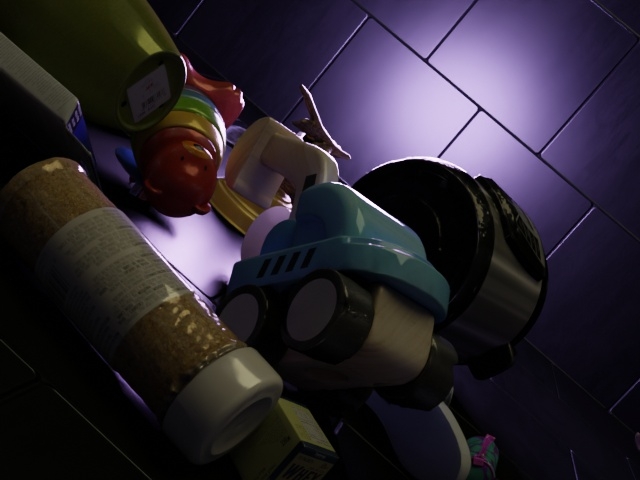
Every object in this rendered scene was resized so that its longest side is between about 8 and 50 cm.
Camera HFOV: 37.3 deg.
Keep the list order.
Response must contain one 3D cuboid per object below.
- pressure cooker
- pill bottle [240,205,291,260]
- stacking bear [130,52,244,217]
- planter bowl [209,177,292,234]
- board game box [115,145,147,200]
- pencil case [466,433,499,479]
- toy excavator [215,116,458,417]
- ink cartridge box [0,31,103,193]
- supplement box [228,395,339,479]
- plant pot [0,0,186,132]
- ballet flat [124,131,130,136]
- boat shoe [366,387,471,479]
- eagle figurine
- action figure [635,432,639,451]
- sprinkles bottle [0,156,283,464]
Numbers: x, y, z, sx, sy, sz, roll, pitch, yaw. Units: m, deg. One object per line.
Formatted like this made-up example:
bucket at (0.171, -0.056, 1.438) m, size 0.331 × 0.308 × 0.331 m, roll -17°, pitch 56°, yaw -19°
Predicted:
pressure cooker at (0.247, 0.054, 1.898) m, size 0.376 × 0.369 × 0.420 m, roll 18°, pitch -6°, yaw 38°
pill bottle at (-0.001, 0.052, 1.615) m, size 0.265 × 0.153 × 0.153 m, roll 32°, pitch 14°, yaw -40°
stacking bear at (-0.220, -0.145, 1.489) m, size 0.175 × 0.164 × 0.289 m, roll 29°, pitch 28°, yaw -25°
planter bowl at (-0.123, -0.074, 1.880) m, size 0.217 × 0.090 × 0.217 m, roll 39°, pitch 11°, yaw -9°
board game box at (-0.277, -0.089, 1.558) m, size 0.169 × 0.033 × 0.133 m, roll 30°, pitch 16°, yaw -42°
pencil case at (0.245, 0.350, 1.477) m, size 0.064 × 0.070 × 0.152 m, roll 25°, pitch 7°, yaw 10°
toy excavator at (0.000, 0.000, 1.318) m, size 0.433 × 0.445 × 0.222 m, roll -13°, pitch -36°, yaw 45°
ink cartridge box at (-0.364, -0.163, 1.289) m, size 0.224 × 0.045 × 0.223 m, roll 42°, pitch -17°, yaw 6°
supplement box at (-0.041, 0.221, 0.986) m, size 0.056 × 0.083 × 0.083 m, roll 30°, pitch 14°, yaw -42°
plant pot at (-0.347, -0.294, 1.416) m, size 0.293 × 0.274 × 0.275 m, roll 37°, pitch 9°, yaw 22°
ballet flat at (-0.325, -0.251, 1.844) m, size 0.123 × 0.123 × 0.348 m, roll 44°, pitch 6°, yaw 20°
boat shoe at (0.143, 0.253, 1.412) m, size 0.105 × 0.113 × 0.306 m, roll 14°, pitch 16°, yaw -36°
eagle figurine at (-0.090, -0.178, 2.012) m, size 0.225 × 0.298 × 0.226 m, roll 0°, pitch 80°, yaw -53°
action figure at (0.503, 0.465, 1.428) m, size 0.276 × 0.248 × 0.370 m, roll 45°, pitch 14°, yaw 18°
sprinkles bottle at (-0.196, 0.065, 0.984) m, size 0.355 × 0.121 × 0.121 m, roll 44°, pitch 11°, yaw 20°
